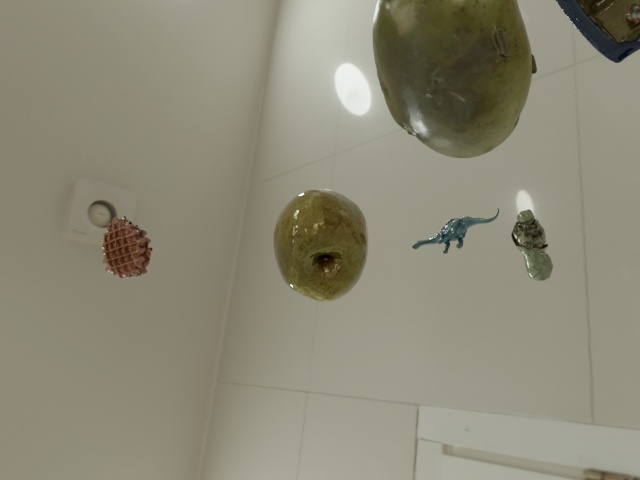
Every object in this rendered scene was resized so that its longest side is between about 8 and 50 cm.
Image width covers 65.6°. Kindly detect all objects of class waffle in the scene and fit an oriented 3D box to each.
[{"bbox_3d":[-0.260,0.010,0.662,0.029,0.075,0.083,-17,-50,-65],"label":"waffle"}]

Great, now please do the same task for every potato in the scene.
[{"bbox_3d":[0.150,-0.208,0.587,0.148,0.197,0.228,-57,-21,-28],"label":"potato"}]

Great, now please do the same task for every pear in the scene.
[{"bbox_3d":[0.000,0.000,0.994,0.189,0.211,0.228,-5,-62,-6],"label":"pear"}]

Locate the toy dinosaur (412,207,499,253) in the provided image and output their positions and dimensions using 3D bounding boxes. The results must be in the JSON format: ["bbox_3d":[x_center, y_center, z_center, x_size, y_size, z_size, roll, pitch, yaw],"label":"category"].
[{"bbox_3d":[0.279,-0.017,1.037,0.045,0.198,0.080,53,-151,-21],"label":"toy dinosaur"}]

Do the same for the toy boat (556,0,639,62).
[{"bbox_3d":[0.145,-0.218,0.303,0.229,0.080,0.046,51,-171,-14],"label":"toy boat"}]

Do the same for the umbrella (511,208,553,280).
[{"bbox_3d":[0.388,0.009,0.907,0.067,0.062,0.143,-36,-67,-31],"label":"umbrella"}]
